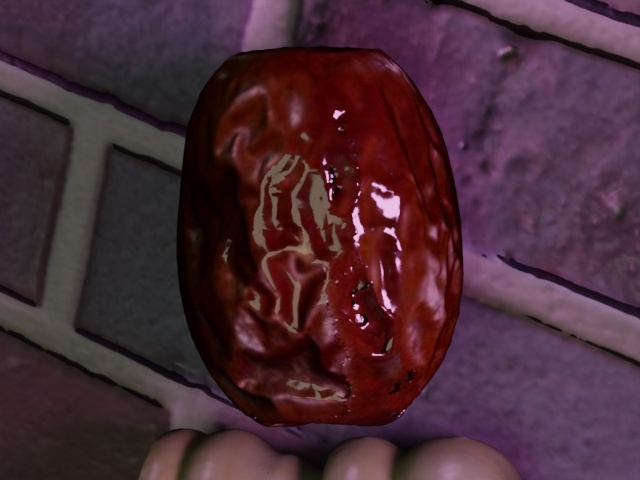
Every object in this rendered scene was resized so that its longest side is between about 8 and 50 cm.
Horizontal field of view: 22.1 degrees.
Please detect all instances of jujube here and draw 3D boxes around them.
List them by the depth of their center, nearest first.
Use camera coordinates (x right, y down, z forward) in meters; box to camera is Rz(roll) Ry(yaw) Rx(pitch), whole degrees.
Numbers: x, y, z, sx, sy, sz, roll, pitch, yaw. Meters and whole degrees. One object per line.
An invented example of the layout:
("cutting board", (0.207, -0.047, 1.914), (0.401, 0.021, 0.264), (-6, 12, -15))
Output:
("jujube", (0.000, 0.000, 1.029), (0.183, 0.183, 0.243), (1, 97, 27))

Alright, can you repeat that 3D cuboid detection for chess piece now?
("chess piece", (0.018, 0.190, 1.098), (0.251, 0.144, 0.144), (-7, 101, 22))
